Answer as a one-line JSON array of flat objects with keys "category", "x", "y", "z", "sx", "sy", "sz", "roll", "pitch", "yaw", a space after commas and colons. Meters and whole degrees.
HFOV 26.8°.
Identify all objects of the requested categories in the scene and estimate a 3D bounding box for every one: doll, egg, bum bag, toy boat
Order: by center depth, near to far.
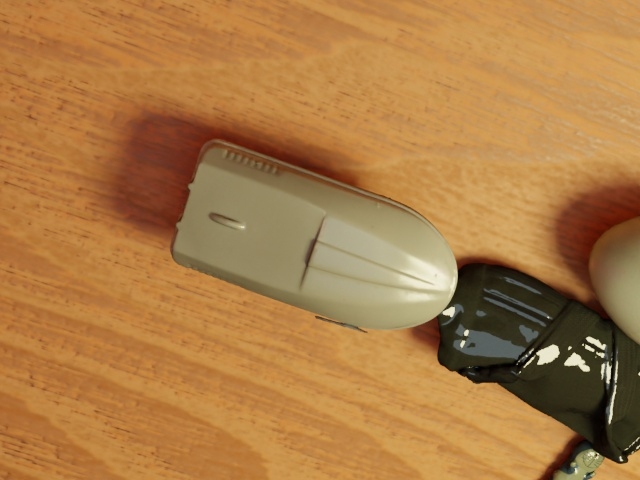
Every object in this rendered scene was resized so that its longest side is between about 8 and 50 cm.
[{"category": "toy boat", "x": -0.005, "y": 0.000, "z": 1.300, "sx": 0.270, "sy": 0.141, "sz": 0.140, "roll": 16, "pitch": 105, "yaw": -10}, {"category": "egg", "x": 0.369, "y": 0.048, "z": 1.346, "sx": 0.209, "sy": 0.151, "sz": 0.151, "roll": 21, "pitch": 105, "yaw": -1}, {"category": "bum bag", "x": 0.252, "y": 0.131, "z": 1.398, "sx": 0.326, "sy": 0.079, "sz": 0.142, "roll": 25, "pitch": 97, "yaw": -13}, {"category": "doll", "x": 0.266, "y": 0.267, "z": 1.471, "sx": 0.037, "sy": 0.027, "sz": 0.125, "roll": 33, "pitch": 102, "yaw": -22}]
